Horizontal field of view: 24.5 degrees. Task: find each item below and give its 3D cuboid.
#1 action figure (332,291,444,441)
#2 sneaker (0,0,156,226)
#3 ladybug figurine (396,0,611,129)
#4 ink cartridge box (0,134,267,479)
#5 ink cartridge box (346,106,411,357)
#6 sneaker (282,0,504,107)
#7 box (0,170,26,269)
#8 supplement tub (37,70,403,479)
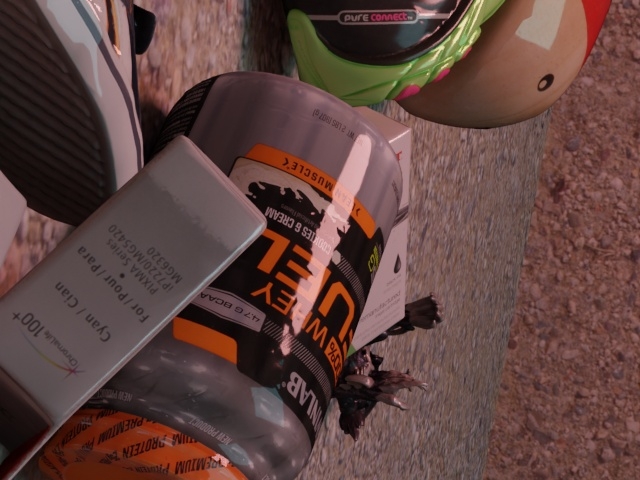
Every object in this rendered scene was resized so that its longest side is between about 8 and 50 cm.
[{"bbox_3d":[0.065,0.120,1.661,0.275,0.141,0.164,77,17,-51],"label":"action figure"},{"bbox_3d":[-0.148,-0.148,0.792,0.321,0.126,0.127,79,33,-48],"label":"sneaker"},{"bbox_3d":[0.216,-0.289,1.631,0.305,0.162,0.449,-35,-151,46],"label":"ladybug figurine"},{"bbox_3d":[-0.165,0.085,0.768,0.261,0.066,0.296,-46,-177,-19],"label":"ink cartridge box"},{"bbox_3d":[0.000,0.000,1.362,0.160,0.093,0.219,-32,136,-38],"label":"ink cartridge box"},{"bbox_3d":[0.118,-0.328,1.374,0.482,0.185,0.202,-55,129,-34],"label":"sneaker"},{"bbox_3d":[-0.264,0.077,0.479,0.215,0.168,0.345,65,40,-63],"label":"box"},{"bbox_3d":[-0.071,0.051,1.062,0.193,0.194,0.316,76,29,-55],"label":"supplement tub"}]
